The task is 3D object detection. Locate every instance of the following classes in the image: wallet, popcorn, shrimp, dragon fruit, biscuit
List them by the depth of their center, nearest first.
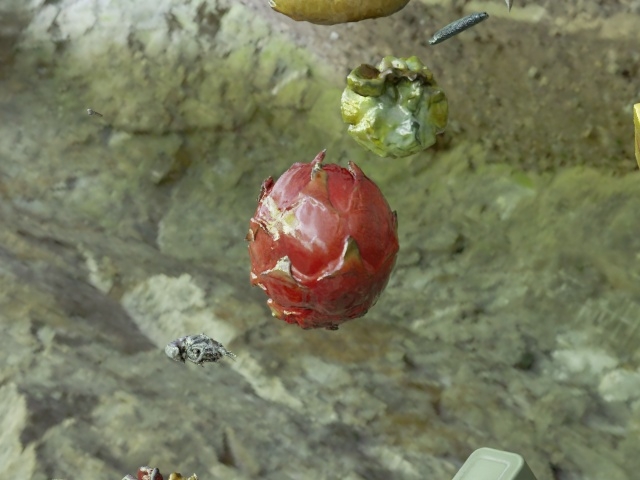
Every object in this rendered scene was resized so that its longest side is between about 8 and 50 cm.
[{"bbox_3d":[0.003,0.009,1.435,0.241,0.252,0.241,25,159,10],"label":"dragon fruit"},{"bbox_3d":[0.125,-0.240,1.722,0.198,0.198,0.212,33,167,38],"label":"popcorn"},{"bbox_3d":[0.039,-0.500,1.778,0.296,0.296,0.102,32,148,32],"label":"biscuit"},{"bbox_3d":[-0.231,0.215,1.910,0.165,0.065,0.056,5,125,38],"label":"shrimp"},{"bbox_3d":[0.290,-0.450,2.061,0.026,0.129,0.088,64,-161,-9],"label":"wallet"},{"bbox_3d":[-0.399,0.546,2.111,0.192,0.092,0.122,8,117,57],"label":"dragon fruit"}]

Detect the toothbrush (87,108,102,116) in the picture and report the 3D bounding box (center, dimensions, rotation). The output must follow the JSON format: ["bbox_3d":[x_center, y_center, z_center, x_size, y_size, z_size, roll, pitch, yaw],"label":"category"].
[{"bbox_3d":[-0.359,-0.202,1.561,0.006,0.008,0.097,-12,-176,-1],"label":"toothbrush"}]

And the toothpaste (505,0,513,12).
[{"bbox_3d":[0.299,-0.549,1.692,0.056,0.058,0.314,42,161,52],"label":"toothpaste"}]

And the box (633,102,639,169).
[{"bbox_3d":[0.575,-0.125,1.670,0.269,0.044,0.152,36,-141,-69],"label":"box"}]

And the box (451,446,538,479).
[{"bbox_3d":[0.385,0.697,2.147,0.177,0.352,0.343,-2,127,54],"label":"box"}]

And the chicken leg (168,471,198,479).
[{"bbox_3d":[-0.176,0.371,1.292,0.085,0.101,0.207,-12,-166,-20],"label":"chicken leg"}]
